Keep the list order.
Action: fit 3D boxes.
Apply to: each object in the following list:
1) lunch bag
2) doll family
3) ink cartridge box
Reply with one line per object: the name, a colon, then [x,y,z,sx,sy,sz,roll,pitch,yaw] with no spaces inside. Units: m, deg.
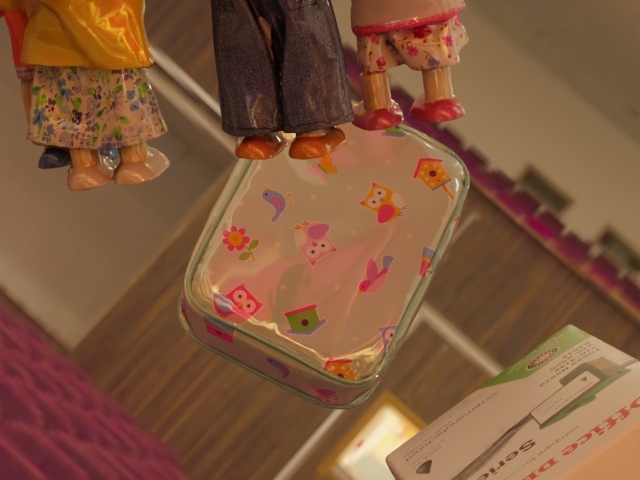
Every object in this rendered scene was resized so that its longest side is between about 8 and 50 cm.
lunch bag: [0.000,0.000,1.467,0.224,0.279,0.108,24,-26,6]
doll family: [-0.053,-0.114,0.683,0.118,0.263,0.163,-64,146,-70]
ink cartridge box: [0.143,0.144,0.926,0.093,0.160,0.219,55,-4,-9]
